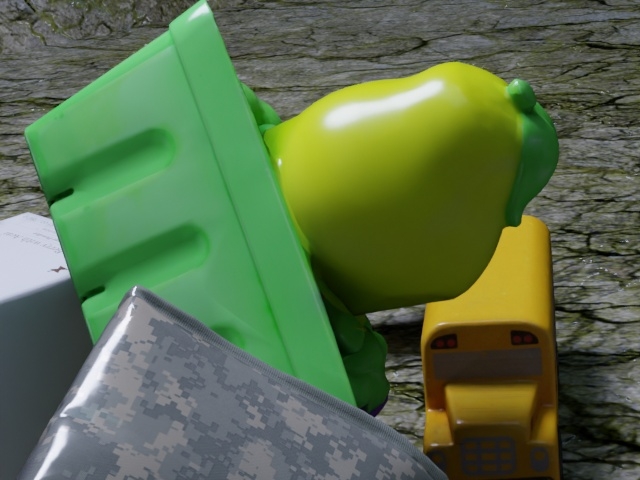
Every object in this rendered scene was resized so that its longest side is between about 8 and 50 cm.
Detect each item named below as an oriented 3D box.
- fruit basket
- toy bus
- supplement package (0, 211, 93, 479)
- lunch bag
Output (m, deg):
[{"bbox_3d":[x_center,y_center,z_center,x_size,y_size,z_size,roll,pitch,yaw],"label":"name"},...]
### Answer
[{"bbox_3d":[0.000,0.000,1.466,0.392,0.392,0.283,-3,-19,4],"label":"fruit basket"},{"bbox_3d":[0.143,0.092,1.631,0.108,0.130,0.332,-2,19,7],"label":"toy bus"},{"bbox_3d":[-0.300,0.108,1.613,0.293,0.175,0.177,-21,25,-39],"label":"supplement package"},{"bbox_3d":[-0.055,0.202,1.224,0.287,0.169,0.235,29,36,-4],"label":"lunch bag"}]
